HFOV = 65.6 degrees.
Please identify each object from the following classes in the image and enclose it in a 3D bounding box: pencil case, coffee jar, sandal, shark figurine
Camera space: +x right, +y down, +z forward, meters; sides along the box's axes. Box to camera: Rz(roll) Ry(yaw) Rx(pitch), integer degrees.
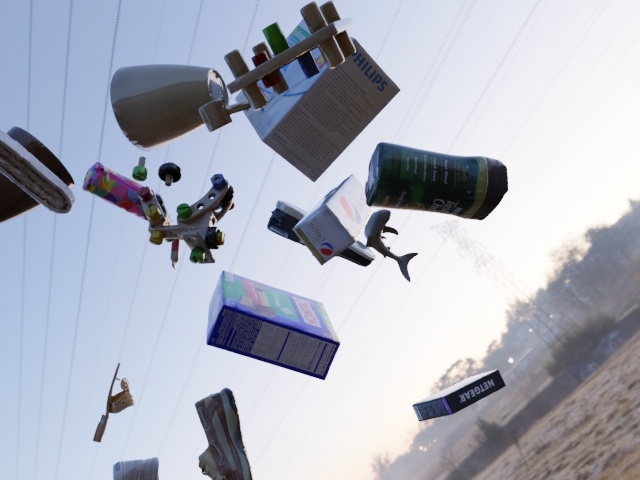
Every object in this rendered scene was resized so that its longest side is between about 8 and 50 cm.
[{"bbox_3d":[-0.598,-0.146,1.508,0.104,0.104,0.236,-48,-48,12],"label":"pencil case"},{"bbox_3d":[0.160,-0.079,0.694,0.185,0.079,0.096,7,-22,-3],"label":"coffee jar"},{"bbox_3d":[-0.573,0.466,1.419,0.088,0.079,0.240,-147,76,-75],"label":"sandal"},{"bbox_3d":[0.178,0.020,1.520,0.278,0.166,0.116,55,-131,-40],"label":"shark figurine"}]

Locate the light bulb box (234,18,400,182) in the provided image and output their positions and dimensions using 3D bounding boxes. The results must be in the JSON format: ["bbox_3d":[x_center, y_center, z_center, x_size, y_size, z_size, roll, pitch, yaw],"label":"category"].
[{"bbox_3d":[-0.024,-0.433,1.481,0.361,0.358,0.225,-46,-51,11],"label":"light bulb box"}]

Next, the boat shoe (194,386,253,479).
[{"bbox_3d":[-0.239,0.535,1.228,0.120,0.324,0.122,-12,-31,-13],"label":"boat shoe"}]

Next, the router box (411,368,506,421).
[{"bbox_3d":[0.322,0.362,1.160,0.179,0.046,0.133,-14,-18,-30],"label":"router box"}]

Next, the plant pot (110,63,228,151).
[{"bbox_3d":[-0.424,-0.416,1.474,0.274,0.256,0.256,-8,-19,18],"label":"plant pot"}]

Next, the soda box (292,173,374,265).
[{"bbox_3d":[0.030,-0.041,0.808,0.069,0.074,0.216,-36,7,23],"label":"soda box"}]

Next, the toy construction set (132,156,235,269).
[{"bbox_3d":[-0.357,-0.017,1.291,0.258,0.237,0.308,5,-34,-15],"label":"toy construction set"}]

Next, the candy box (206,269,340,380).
[{"bbox_3d":[-0.130,0.217,1.323,0.317,0.268,0.122,22,-80,-16],"label":"candy box"}]

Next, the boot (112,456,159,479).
[{"bbox_3d":[-0.474,0.691,1.290,0.124,0.095,0.258,1,-78,-25],"label":"boot"}]

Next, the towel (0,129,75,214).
[{"bbox_3d":[-0.533,-0.153,0.834,0.049,0.187,0.282,-49,-66,-10],"label":"towel"}]

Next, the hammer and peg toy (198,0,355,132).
[{"bbox_3d":[-0.103,-0.385,1.087,0.361,0.127,0.266,-22,19,22],"label":"hammer and peg toy"}]

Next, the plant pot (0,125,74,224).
[{"bbox_3d":[-0.833,-0.150,1.330,0.230,0.215,0.215,-52,-19,-28],"label":"plant pot"}]

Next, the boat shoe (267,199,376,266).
[{"bbox_3d":[0.000,0.000,1.305,0.091,0.303,0.114,-63,-15,11],"label":"boat shoe"}]
